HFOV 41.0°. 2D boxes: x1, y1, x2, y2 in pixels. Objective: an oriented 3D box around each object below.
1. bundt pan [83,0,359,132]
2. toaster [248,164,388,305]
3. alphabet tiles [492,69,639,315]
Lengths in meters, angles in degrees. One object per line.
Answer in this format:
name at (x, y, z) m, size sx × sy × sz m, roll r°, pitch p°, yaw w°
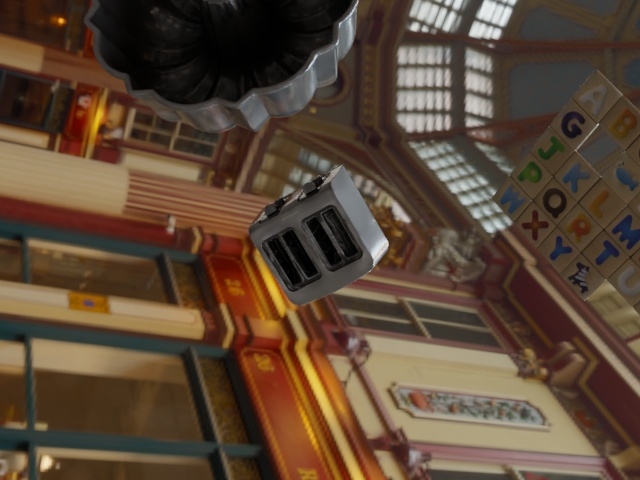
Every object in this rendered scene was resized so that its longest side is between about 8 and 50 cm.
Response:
bundt pan at (-0.104, -0.268, 1.028) m, size 0.124 × 0.331 × 0.331 m, roll 65°, pitch 22°, yaw -66°
toaster at (0.000, 0.000, 1.347) m, size 0.168 × 0.186 × 0.110 m, roll -27°, pitch -171°, yaw 23°
alphabet tiles at (0.308, -0.025, 0.891) m, size 0.237 × 0.009 × 0.198 m, roll 52°, pitch -45°, yaw 21°
